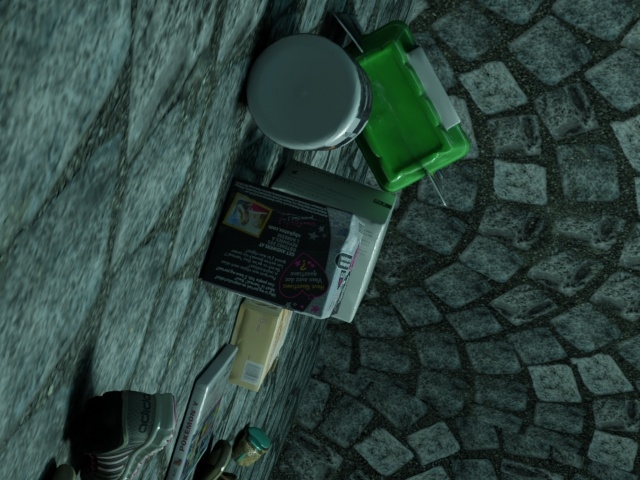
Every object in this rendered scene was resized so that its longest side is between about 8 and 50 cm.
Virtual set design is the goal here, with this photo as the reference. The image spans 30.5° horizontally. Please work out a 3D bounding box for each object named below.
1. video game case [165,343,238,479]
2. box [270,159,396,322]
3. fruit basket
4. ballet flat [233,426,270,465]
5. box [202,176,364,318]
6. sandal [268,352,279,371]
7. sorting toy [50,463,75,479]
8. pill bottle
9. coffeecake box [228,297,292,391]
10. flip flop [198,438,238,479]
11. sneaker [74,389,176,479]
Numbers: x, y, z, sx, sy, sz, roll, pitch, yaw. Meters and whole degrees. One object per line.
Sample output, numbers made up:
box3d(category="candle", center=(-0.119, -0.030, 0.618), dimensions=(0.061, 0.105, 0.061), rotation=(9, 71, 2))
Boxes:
box3d(category="video game case", center=(-0.180, 0.267, 1.774), dimensions=(0.201, 0.023, 0.183), rotation=(-54, 162, -77))
box3d(category="box", center=(0.000, 0.000, 1.799), dimensions=(0.119, 0.181, 0.182), rotation=(-62, 170, -63))
box3d(category="fruit basket", center=(0.128, -0.222, 1.859), dimensions=(0.165, 0.327, 0.353), rotation=(-27, -175, 15))
box3d(category="ballet flat", center=(-0.158, 0.452, 2.568), dimensions=(0.067, 0.073, 0.206), rotation=(-44, 172, 1))
box3d(category="box", center=(-0.039, 0.016, 1.530), dimensions=(0.247, 0.163, 0.142), rotation=(13, 94, -85))
box3d(category="sandal", center=(-0.093, 0.154, 2.190), dimensions=(0.072, 0.049, 0.180), rotation=(-74, 168, -78))
box3d(category="sorting toy", center=(-0.274, 0.373, 1.024), dimensions=(0.229, 0.041, 0.307), rotation=(102, 8, -53))
box3d(category="pill bottle", center=(-0.005, -0.170, 1.397), dimensions=(0.245, 0.130, 0.130), rotation=(-30, 139, -82))
box3d(category="coffeecake box", center=(-0.096, 0.142, 1.952), dimensions=(0.185, 0.068, 0.142), rotation=(-60, 168, -67))
box3d(category="flip flop", center=(-0.184, 0.458, 2.108), dimensions=(0.112, 0.080, 0.277), rotation=(-65, 173, -48))
box3d(category="sneaker", center=(-0.196, 0.180, 1.081), dimensions=(0.170, 0.075, 0.063), rotation=(-44, -145, 47))
